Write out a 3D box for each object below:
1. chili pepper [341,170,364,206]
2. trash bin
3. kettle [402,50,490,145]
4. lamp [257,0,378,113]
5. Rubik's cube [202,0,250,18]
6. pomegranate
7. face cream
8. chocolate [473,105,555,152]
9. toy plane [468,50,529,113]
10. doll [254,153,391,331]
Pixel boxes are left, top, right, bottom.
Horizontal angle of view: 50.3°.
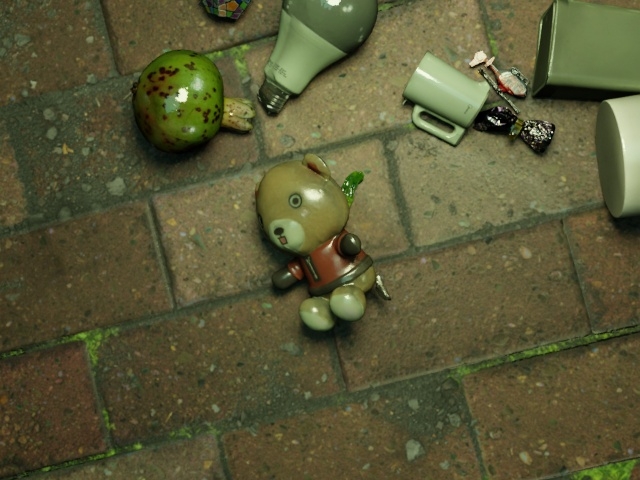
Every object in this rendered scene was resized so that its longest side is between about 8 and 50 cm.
[{"bbox_3d":[0.057,-0.100,1.370,0.030,0.034,0.091,26,90,-29],"label":"chili pepper"},{"bbox_3d":[0.541,-0.354,1.292,0.241,0.122,0.164,5,88,3],"label":"trash bin"},{"bbox_3d":[0.238,-0.278,1.324,0.148,0.098,0.126,31,86,1],"label":"kettle"},{"bbox_3d":[-0.032,-0.406,1.324,0.314,0.182,0.182,-36,86,21],"label":"lamp"},{"bbox_3d":[-0.187,-0.496,1.361,0.093,0.111,0.111,-3,88,29],"label":"Rubik's cube"},{"bbox_3d":[-0.245,-0.262,1.326,0.248,0.202,0.202,10,90,-24],"label":"pomegranate"},{"bbox_3d":[0.612,-0.158,1.221,0.180,0.218,0.218,-7,88,11],"label":"face cream"},{"bbox_3d":[0.376,-0.218,1.325,0.147,0.072,0.070,13,46,0],"label":"chocolate"},{"bbox_3d":[0.360,-0.321,1.345,0.145,0.037,0.060,45,102,0],"label":"toy plane"},{"bbox_3d":[0.000,0.000,1.299,0.174,0.235,0.329,-31,96,-40],"label":"doll"}]
